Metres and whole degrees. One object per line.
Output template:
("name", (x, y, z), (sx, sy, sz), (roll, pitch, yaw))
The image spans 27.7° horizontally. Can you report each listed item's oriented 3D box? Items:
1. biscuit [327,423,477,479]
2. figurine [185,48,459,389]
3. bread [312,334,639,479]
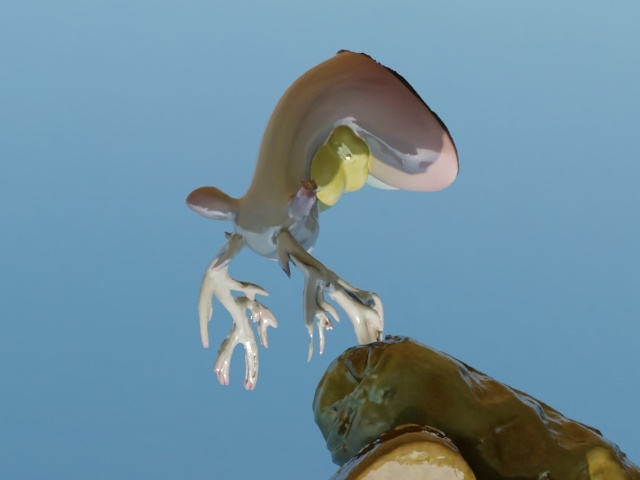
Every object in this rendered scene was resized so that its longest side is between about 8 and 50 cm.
("biscuit", (0.060, 0.267, 0.932), (0.344, 0.287, 0.057), (-6, -166, 0))
("figurine", (0.008, -0.002, 1.342), (0.206, 0.284, 0.316), (11, -138, 43))
("bread", (0.121, 0.169, 1.040), (0.268, 0.152, 0.130), (28, -126, -9))
